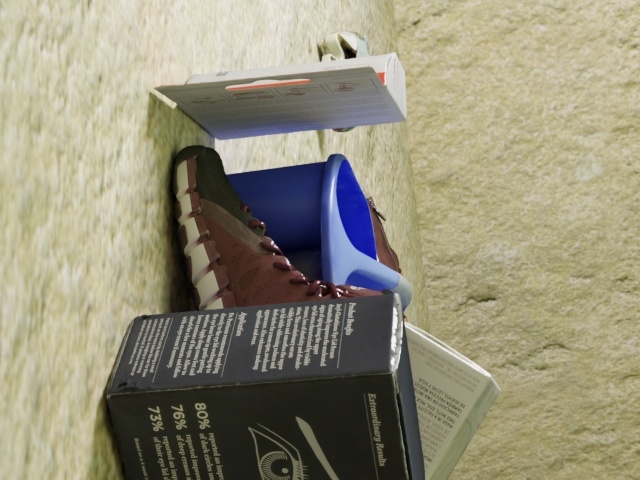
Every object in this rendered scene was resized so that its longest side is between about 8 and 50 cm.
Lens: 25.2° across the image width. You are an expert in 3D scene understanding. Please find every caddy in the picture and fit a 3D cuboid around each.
[{"bbox_3d":[0.000,0.055,1.398,0.341,0.179,0.241,56,30,-72],"label":"caddy"}]

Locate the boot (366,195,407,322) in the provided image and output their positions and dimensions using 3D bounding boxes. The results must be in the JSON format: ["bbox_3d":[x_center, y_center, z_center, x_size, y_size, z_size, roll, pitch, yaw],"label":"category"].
[{"bbox_3d":[0.074,0.043,2.290,0.248,0.090,0.206,-49,122,-76],"label":"boot"}]

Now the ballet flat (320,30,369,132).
[{"bbox_3d":[0.028,-0.254,2.106,0.079,0.077,0.221,52,30,-38],"label":"ballet flat"}]

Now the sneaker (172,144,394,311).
[{"bbox_3d":[-0.024,0.035,1.197,0.106,0.163,0.281,69,7,-68],"label":"sneaker"}]

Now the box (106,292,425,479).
[{"bbox_3d":[-0.033,0.136,1.039,0.108,0.207,0.153,-82,166,-61],"label":"box"}]

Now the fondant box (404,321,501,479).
[{"bbox_3d":[0.039,0.246,1.298,0.330,0.096,0.238,-58,167,-2],"label":"fondant box"}]

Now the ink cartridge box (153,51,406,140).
[{"bbox_3d":[-0.028,-0.142,1.268,0.232,0.189,0.066,46,40,-75],"label":"ink cartridge box"}]
